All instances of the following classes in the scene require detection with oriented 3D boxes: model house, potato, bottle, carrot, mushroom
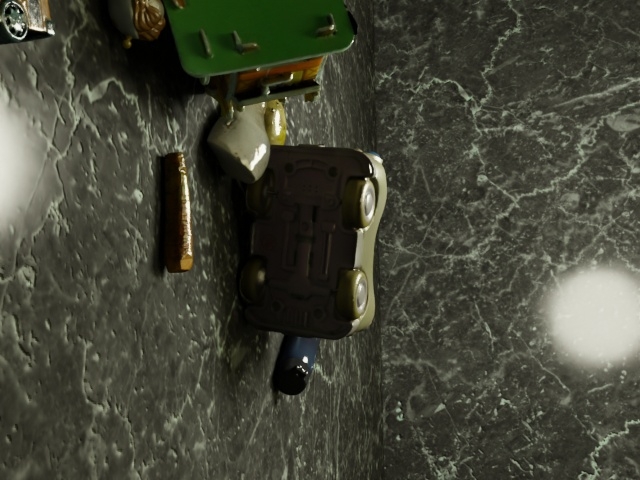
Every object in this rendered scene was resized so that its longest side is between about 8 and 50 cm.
[{"bbox_3d":[-0.138,-0.347,1.103,0.313,0.242,0.358,131,-58,-69],"label":"model house"},{"bbox_3d":[-0.102,-0.216,1.439,0.091,0.070,0.138,-25,111,-76],"label":"potato"},{"bbox_3d":[-0.042,0.228,1.590,0.072,0.082,0.244,36,28,-11],"label":"bottle"},{"bbox_3d":[-0.198,-0.041,1.030,0.042,0.042,0.171,31,54,-75],"label":"carrot"},{"bbox_3d":[-0.126,-0.190,1.274,0.116,0.093,0.225,51,37,-33],"label":"mushroom"}]

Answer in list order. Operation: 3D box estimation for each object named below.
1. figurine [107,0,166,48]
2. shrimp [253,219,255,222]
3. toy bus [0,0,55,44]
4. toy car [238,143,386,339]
[{"bbox_3d":[-0.230,-0.311,0.904,0.101,0.068,0.143,-112,-172,-67],"label":"figurine"},{"bbox_3d":[-0.087,-0.014,1.510,0.223,0.047,0.126,51,45,-59],"label":"shrimp"},{"bbox_3d":[-0.286,-0.197,0.553,0.182,0.091,0.103,-33,119,-74],"label":"toy bus"},{"bbox_3d":[0.000,0.000,1.371,0.226,0.242,0.336,-2,96,-69],"label":"toy car"}]
